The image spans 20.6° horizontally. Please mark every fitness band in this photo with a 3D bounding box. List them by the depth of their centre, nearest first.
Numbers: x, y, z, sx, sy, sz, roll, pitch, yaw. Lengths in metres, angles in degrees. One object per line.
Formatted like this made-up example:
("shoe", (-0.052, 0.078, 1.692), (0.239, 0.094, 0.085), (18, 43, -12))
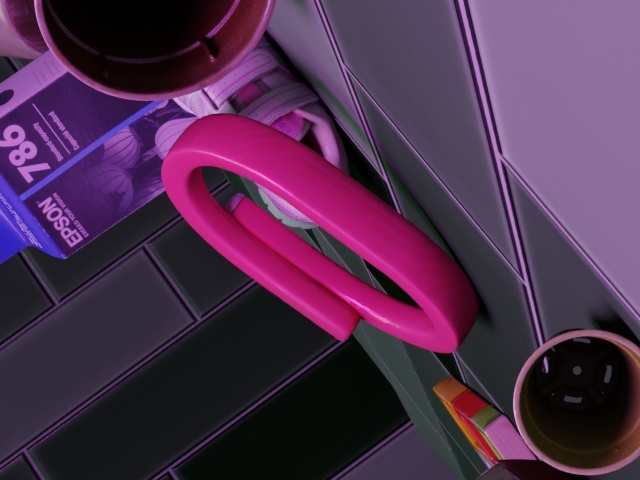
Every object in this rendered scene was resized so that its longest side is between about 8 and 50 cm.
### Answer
("fitness band", (0.000, 0.000, 1.465), (0.291, 0.054, 0.209), (35, 158, -5))

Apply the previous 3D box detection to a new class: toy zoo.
("toy zoo", (0.211, 0.250, 1.986), (0.192, 0.030, 0.293), (55, 176, -11))

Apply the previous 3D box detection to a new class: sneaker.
("sneaker", (-0.050, -0.116, 1.526), (0.252, 0.103, 0.111), (49, 173, -14))

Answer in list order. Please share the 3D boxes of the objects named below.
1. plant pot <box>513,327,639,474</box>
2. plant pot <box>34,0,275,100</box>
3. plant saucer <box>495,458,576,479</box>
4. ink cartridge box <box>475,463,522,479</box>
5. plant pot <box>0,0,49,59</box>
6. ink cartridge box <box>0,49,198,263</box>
("plant pot", (0.150, 0.083, 1.015), (0.083, 0.083, 0.079), (54, -172, -7))
("plant pot", (-0.130, -0.209, 1.245), (0.167, 0.167, 0.165), (57, -177, -35))
("plant saucer", (0.280, 0.317, 1.646), (0.259, 0.048, 0.258), (55, 176, -7))
("ink cartridge box", (0.186, 0.273, 1.569), (0.109, 0.062, 0.209), (54, 176, -5))
("plant pot", (-0.344, -0.327, 1.904), (0.280, 0.323, 0.323), (29, 160, 41))
("ink cartridge box", (-0.201, -0.103, 1.605), (0.165, 0.333, 0.065), (56, 179, -38))
